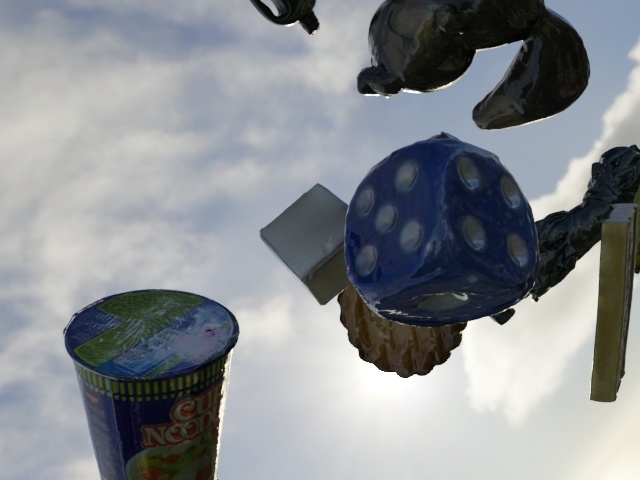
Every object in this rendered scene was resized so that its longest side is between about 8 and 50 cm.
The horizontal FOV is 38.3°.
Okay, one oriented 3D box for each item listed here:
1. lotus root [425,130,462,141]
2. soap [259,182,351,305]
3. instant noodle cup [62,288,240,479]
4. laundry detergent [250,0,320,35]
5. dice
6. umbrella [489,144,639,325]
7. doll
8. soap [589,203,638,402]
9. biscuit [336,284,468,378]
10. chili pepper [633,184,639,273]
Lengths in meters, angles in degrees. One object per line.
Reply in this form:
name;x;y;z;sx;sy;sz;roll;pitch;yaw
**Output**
lotus root;0.265;-0.127;2.202;0.160;0.152;0.274;-17;-42;-53
soap;0.000;0.000;1.261;0.121;0.183;0.063;-40;-59;-4
instant noodle cup;-0.269;0.278;1.507;0.284;0.284;0.312;-28;-52;-48
laundry detergent;-0.081;-0.527;1.981;0.144;0.078;0.221;-46;-65;-23
dice;0.117;-0.002;0.887;0.147;0.146;0.143;19;-34;-37
umbrella;0.378;-0.010;1.421;0.349;0.094;0.143;-45;-5;7
doll;0.260;-0.330;1.681;0.382;0.378;0.252;-32;8;34
soap;0.379;0.082;1.191;0.092;0.037;0.251;-35;-53;-57
biscuit;0.200;0.164;2.196;0.325;0.326;0.107;-62;-18;21
chili pepper;0.465;-0.058;1.289;0.208;0.049;0.043;-69;-16;12
